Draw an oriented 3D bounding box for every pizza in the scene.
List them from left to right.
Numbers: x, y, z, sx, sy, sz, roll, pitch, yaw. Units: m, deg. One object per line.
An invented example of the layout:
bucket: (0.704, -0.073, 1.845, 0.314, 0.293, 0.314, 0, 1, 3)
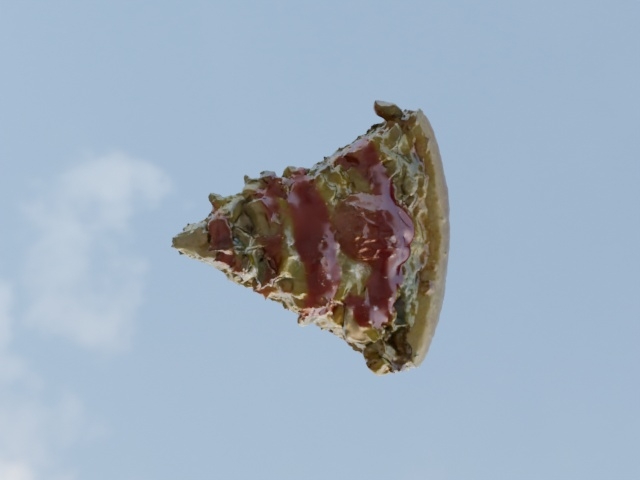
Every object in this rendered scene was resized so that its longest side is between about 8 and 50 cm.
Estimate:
pizza: (0.000, 0.000, 1.260, 0.062, 0.199, 0.188, 180, -92, -68)
